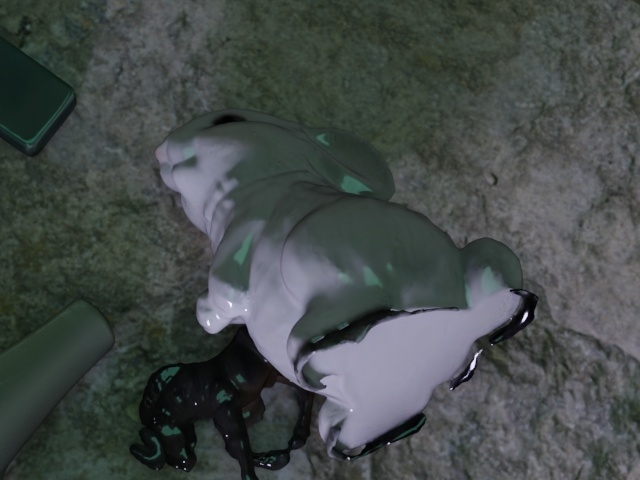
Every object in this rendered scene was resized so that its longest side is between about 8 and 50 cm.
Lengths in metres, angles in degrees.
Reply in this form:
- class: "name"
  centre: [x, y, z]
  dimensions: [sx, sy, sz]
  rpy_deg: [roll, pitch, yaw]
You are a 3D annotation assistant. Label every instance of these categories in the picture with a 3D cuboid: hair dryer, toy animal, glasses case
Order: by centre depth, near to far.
- class: "toy animal"
  centre: [0.000, 0.000, 1.151]
  dimensions: [0.258, 0.194, 0.357]
  rpy_deg: [-18, 47, -13]
- class: "hair dryer"
  centre: [-0.254, 0.200, 1.162]
  dimensions: [0.298, 0.119, 0.296]
  rpy_deg: [32, 70, -16]
- class: "toy animal"
  centre: [-0.067, 0.138, 1.194]
  dimensions: [0.148, 0.084, 0.232]
  rpy_deg: [44, 78, 5]
- class: "glasses case"
  centre: [-0.331, -0.163, 1.251]
  dimensions: [0.184, 0.039, 0.078]
  rpy_deg: [35, 75, 1]
